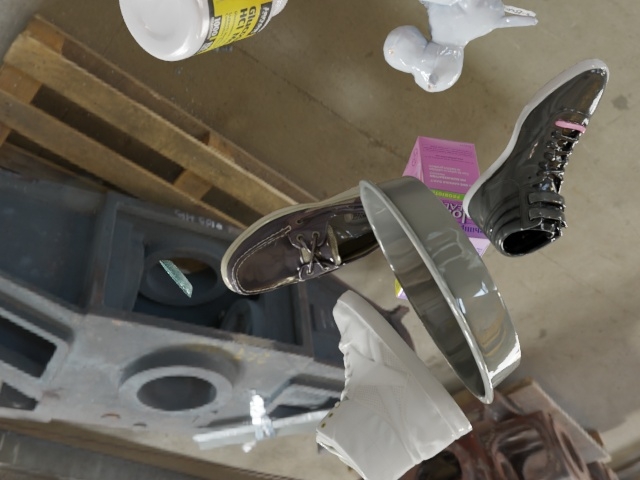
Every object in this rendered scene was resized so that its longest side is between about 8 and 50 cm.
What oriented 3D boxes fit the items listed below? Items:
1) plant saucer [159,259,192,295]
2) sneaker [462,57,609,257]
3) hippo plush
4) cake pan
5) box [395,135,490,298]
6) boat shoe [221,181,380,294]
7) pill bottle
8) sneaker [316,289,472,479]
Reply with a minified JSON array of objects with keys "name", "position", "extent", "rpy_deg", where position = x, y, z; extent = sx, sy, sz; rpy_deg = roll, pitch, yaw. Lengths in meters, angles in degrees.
[{"name":"plant saucer","position":[-0.357,0.090,1.577],"extent":[0.021,0.119,0.119],"rpy_deg":[-41,135,-16]},{"name":"sneaker","position":[0.320,-0.096,0.872],"extent":[0.105,0.146,0.295],"rpy_deg":[10,131,-26]},{"name":"hippo plush","position":[0.271,-0.450,1.363],"extent":[0.294,0.234,0.236],"rpy_deg":[29,119,2]},{"name":"cake pan","position":[0.137,0.047,0.734],"extent":[0.054,0.293,0.293],"rpy_deg":[-29,132,-3]},{"name":"box","position":[0.223,-0.038,1.223],"extent":[0.117,0.243,0.213],"rpy_deg":[6,142,-8]},{"name":"boat shoe","position":[0.000,0.000,0.887],"extent":[0.285,0.092,0.102],"rpy_deg":[-22,115,-19]},{"name":"pill bottle","position":[-0.205,-0.475,1.214],"extent":[0.188,0.334,0.187],"rpy_deg":[16,125,25]},{"name":"sneaker","position":[0.047,0.191,0.836],"extent":[0.169,0.292,0.108],"rpy_deg":[-37,125,-4]}]
